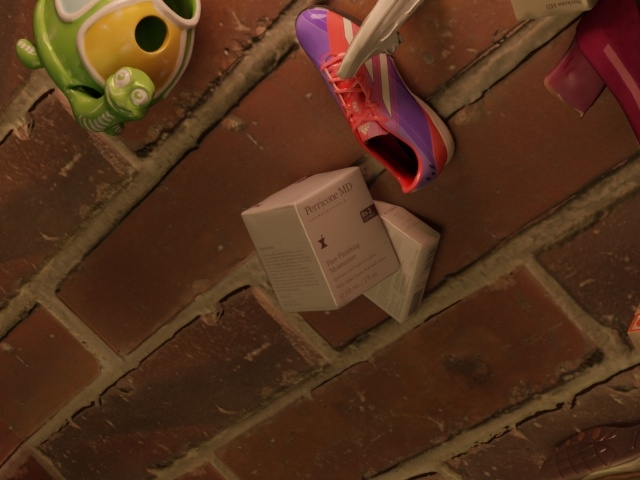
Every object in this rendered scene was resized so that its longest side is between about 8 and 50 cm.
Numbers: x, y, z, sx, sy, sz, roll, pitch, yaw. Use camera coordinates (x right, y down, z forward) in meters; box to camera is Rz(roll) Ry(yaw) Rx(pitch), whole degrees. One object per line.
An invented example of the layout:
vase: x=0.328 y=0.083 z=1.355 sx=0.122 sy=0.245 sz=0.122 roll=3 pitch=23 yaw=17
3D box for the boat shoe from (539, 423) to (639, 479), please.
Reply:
boat shoe: x=0.503 y=0.372 z=1.999 sx=0.324 sy=0.123 sz=0.116 roll=-23 pitch=112 yaw=44

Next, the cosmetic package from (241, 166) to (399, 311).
cosmetic package: x=0.000 y=0.000 z=1.963 sx=0.151 sy=0.151 sz=0.183 roll=-6 pitch=111 yaw=51

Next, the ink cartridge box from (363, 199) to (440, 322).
ink cartridge box: x=0.085 y=0.006 z=2.040 sx=0.225 sy=0.056 sz=0.181 roll=39 pitch=139 yaw=27

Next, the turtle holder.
turtle holder: x=-0.311 y=-0.307 z=1.851 sx=0.227 sy=0.320 sz=0.243 roll=-32 pitch=101 yaw=25

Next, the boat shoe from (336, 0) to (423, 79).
boat shoe: x=0.092 y=-0.298 z=1.739 sx=0.063 sy=0.066 sz=0.184 roll=33 pitch=100 yaw=-8

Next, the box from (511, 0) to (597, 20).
box: x=0.271 y=-0.422 z=1.535 sx=0.113 sy=0.094 sz=0.275 roll=-4 pitch=121 yaw=35

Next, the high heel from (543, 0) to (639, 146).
high heel: x=0.483 y=-0.164 z=1.590 sx=0.377 sy=0.127 sz=0.181 roll=34 pitch=129 yaw=-1

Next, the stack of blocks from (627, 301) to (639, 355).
stack of blocks: x=0.592 y=0.086 z=1.677 sx=0.297 sy=0.171 sz=0.087 roll=-15 pitch=115 yaw=39

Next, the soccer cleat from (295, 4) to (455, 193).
soccer cleat: x=0.069 y=-0.210 z=1.816 sx=0.318 sy=0.116 sz=0.109 roll=48 pitch=135 yaw=-9
